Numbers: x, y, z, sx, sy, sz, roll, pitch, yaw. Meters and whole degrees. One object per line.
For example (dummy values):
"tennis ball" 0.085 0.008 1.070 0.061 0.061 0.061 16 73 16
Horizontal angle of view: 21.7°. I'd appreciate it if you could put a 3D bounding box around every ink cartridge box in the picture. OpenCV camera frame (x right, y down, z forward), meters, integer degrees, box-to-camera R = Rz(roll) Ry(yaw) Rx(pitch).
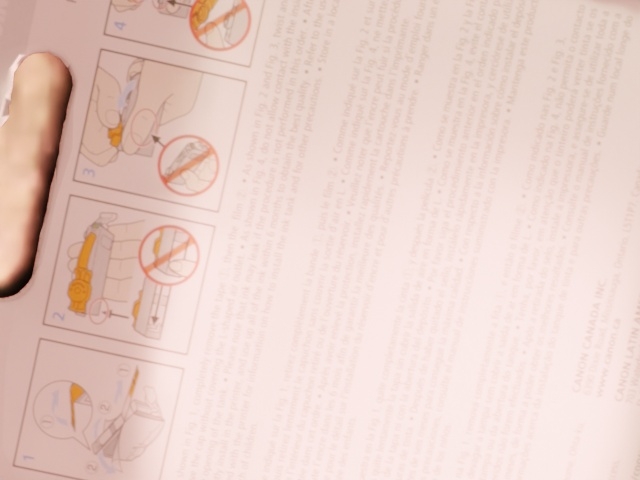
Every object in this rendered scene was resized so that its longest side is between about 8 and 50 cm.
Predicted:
"ink cartridge box" 0.000 0.000 0.392 0.179 0.045 0.145 13 95 -2
